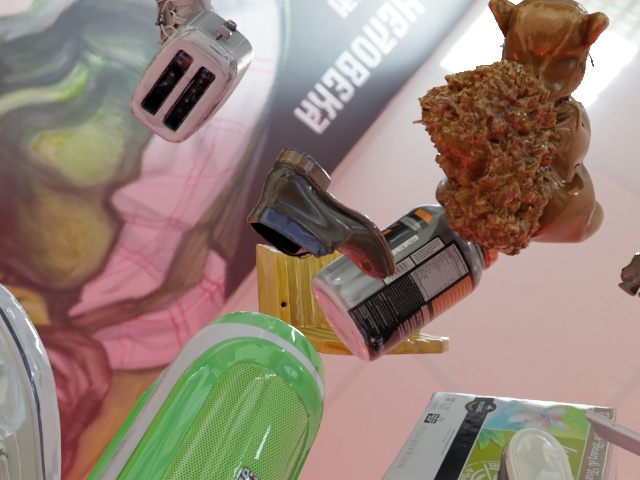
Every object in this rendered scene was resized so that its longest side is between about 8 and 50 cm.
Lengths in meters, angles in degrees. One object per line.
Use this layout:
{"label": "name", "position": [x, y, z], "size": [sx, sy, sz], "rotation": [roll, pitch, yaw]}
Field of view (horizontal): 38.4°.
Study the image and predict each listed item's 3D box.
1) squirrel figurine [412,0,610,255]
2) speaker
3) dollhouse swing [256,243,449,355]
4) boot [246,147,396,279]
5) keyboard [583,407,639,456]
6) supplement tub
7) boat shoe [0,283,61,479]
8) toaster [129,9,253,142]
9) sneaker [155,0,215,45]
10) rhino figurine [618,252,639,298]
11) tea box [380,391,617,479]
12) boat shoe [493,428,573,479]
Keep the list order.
{"label": "squirrel figurine", "position": [0.319, -0.188, 1.429], "size": [0.281, 0.397, 0.371], "rotation": [21, -66, 23]}
{"label": "speaker", "position": [-0.091, 0.180, 0.624], "size": [0.131, 0.131, 0.297], "rotation": [-24, -157, 34]}
{"label": "dollhouse swing", "position": [0.078, 0.111, 1.984], "size": [0.305, 0.346, 0.315], "rotation": [148, -59, -62]}
{"label": "boot", "position": [0.000, 0.000, 1.124], "size": [0.082, 0.219, 0.106], "rotation": [-10, -139, 53]}
{"label": "keyboard", "position": [0.464, 0.291, 1.222], "size": [0.014, 0.072, 0.256], "rotation": [-53, -143, -12]}
{"label": "supplement tub", "position": [0.157, 0.063, 1.685], "size": [0.316, 0.194, 0.193], "rotation": [-33, -145, -14]}
{"label": "boat shoe", "position": [-0.299, 0.198, 0.721], "size": [0.135, 0.156, 0.367], "rotation": [-11, -99, 16]}
{"label": "toaster", "position": [-0.208, -0.244, 1.425], "size": [0.227, 0.129, 0.146], "rotation": [-48, -171, 18]}
{"label": "sneaker", "position": [-0.251, -0.397, 1.648], "size": [0.115, 0.281, 0.105], "rotation": [-35, -173, -26]}
{"label": "rhino figurine", "position": [0.426, 0.036, 1.129], "size": [0.106, 0.073, 0.243], "rotation": [-50, -178, 6]}
{"label": "tea box", "position": [0.296, 0.418, 1.468], "size": [0.323, 0.220, 0.329], "rotation": [2, -162, 21]}
{"label": "boat shoe", "position": [0.264, 0.393, 1.133], "size": [0.099, 0.116, 0.320], "rotation": [110, -11, -47]}
